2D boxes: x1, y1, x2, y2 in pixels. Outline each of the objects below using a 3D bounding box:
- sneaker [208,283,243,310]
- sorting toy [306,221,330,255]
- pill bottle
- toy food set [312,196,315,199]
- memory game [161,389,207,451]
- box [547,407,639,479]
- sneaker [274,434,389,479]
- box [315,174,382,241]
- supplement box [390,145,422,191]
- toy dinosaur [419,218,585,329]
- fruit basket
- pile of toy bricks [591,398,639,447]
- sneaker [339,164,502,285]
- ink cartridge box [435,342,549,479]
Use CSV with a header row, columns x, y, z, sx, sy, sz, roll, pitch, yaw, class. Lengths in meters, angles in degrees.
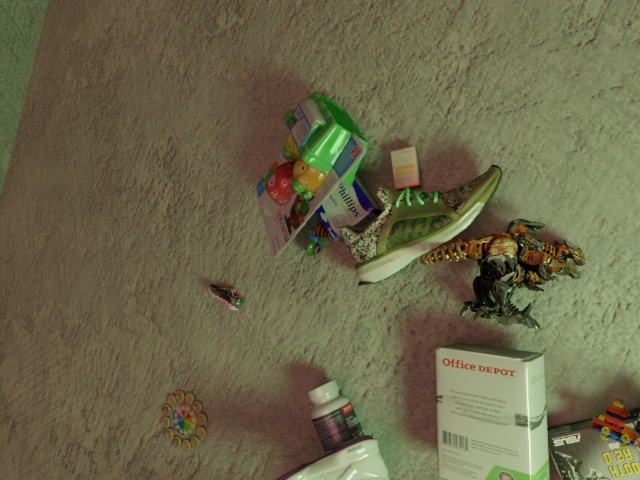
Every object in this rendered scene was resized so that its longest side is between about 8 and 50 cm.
x,y,z,sx,sy,sz,roll,pitch,yaw,class
-0.279,0.157,1.308,0.119,0.047,0.057,32,94,16,sneaker
0.000,0.000,1.169,0.042,0.061,0.102,25,98,23,sorting toy
0.037,0.448,1.098,0.107,0.108,0.180,-30,75,21,pill bottle
-0.031,-0.154,1.218,0.077,0.019,0.122,-36,65,19,toy food set
-0.425,0.560,1.369,0.186,0.012,0.187,-2,86,26,memory game
0.590,0.440,0.858,0.230,0.056,0.183,-25,76,23,box
0.008,0.549,0.952,0.304,0.114,0.152,-25,67,-2,sneaker
0.066,-0.086,1.136,0.137,0.072,0.126,-38,72,18,box
0.213,-0.176,1.089,0.062,0.036,0.099,-8,83,26,supplement box
0.378,0.060,0.925,0.321,0.164,0.219,5,88,20,toy dinosaur
-0.058,-0.181,1.109,0.353,0.165,0.327,-44,40,21,fruit basket
0.613,0.328,0.780,0.212,0.118,0.105,14,54,36,pile of toy bricks
0.208,-0.063,0.997,0.410,0.158,0.182,-36,91,19,sneaker
0.354,0.364,0.918,0.198,0.114,0.273,-3,85,44,ink cartridge box
